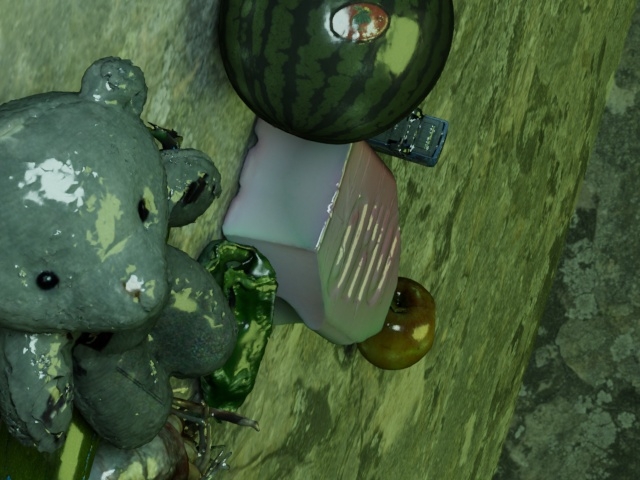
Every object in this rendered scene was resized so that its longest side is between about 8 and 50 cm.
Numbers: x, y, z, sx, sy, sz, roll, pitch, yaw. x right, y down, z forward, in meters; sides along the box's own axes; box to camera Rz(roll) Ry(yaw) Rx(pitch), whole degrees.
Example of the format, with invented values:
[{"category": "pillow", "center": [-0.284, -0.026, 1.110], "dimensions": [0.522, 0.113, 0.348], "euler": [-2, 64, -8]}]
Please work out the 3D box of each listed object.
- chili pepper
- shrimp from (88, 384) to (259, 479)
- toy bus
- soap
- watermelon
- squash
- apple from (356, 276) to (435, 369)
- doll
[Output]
[{"category": "chili pepper", "center": [-0.093, 0.097, 1.800], "dimensions": [0.108, 0.062, 0.216], "euler": [-44, 148, -40]}, {"category": "shrimp", "center": [-0.141, 0.182, 1.630], "dimensions": [0.145, 0.116, 0.343], "euler": [-53, 170, 14]}, {"category": "toy bus", "center": [0.055, -0.118, 1.914], "dimensions": [0.061, 0.153, 0.051], "euler": [55, 54, -76]}, {"category": "soap", "center": [0.000, 0.000, 1.922], "dimensions": [0.324, 0.109, 0.193], "euler": [44, 64, -72]}, {"category": "watermelon", "center": [0.014, -0.190, 1.630], "dimensions": [0.212, 0.212, 0.212], "euler": [16, 90, -73]}, {"category": "squash", "center": [-0.179, 0.062, 1.448], "dimensions": [0.087, 0.087, 0.331], "euler": [36, 73, -72]}, {"category": "apple", "center": [0.090, 0.103, 2.319], "dimensions": [0.102, 0.099, 0.114], "euler": [95, -6, -50]}, {"category": "doll", "center": [-0.140, 0.029, 1.305], "dimensions": [0.246, 0.158, 0.340], "euler": [-49, 136, -20]}]
